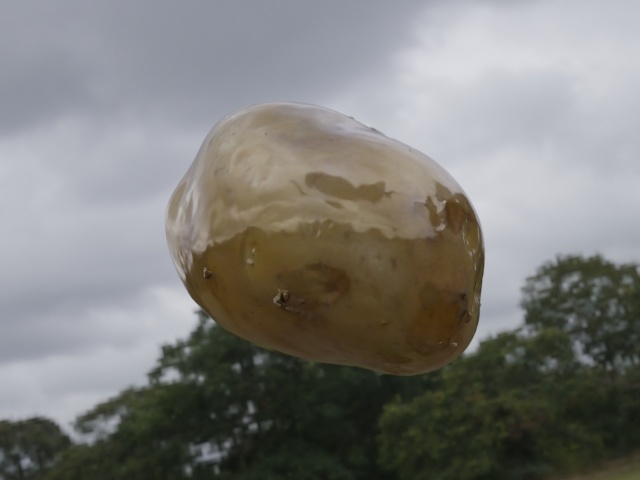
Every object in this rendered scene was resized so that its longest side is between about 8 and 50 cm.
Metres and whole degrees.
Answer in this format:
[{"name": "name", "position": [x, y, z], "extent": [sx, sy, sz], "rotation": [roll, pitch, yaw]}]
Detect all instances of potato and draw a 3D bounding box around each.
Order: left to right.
[{"name": "potato", "position": [0.000, 0.000, 0.570], "extent": [0.178, 0.119, 0.109], "rotation": [19, 18, 40]}]
